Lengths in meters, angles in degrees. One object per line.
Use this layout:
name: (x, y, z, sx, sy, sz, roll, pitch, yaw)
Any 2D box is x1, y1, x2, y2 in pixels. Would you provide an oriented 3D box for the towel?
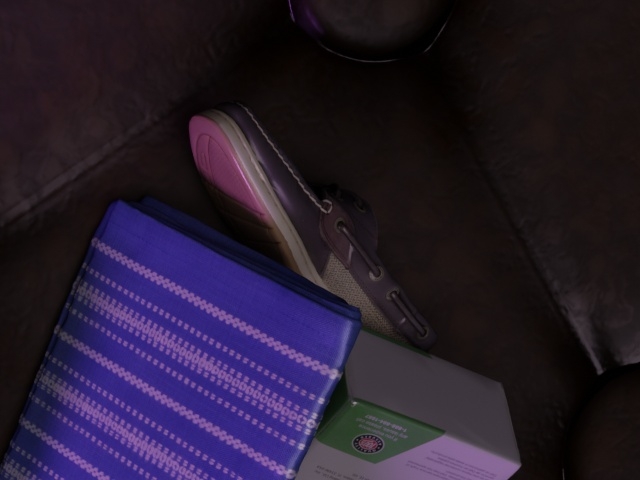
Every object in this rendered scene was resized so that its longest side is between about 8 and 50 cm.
towel: (-0.121, 0.155, 1.096, 0.040, 0.243, 0.336, 18, 96, -56)

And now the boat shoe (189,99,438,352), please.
boat shoe: (0.000, 0.000, 1.173, 0.092, 0.103, 0.285, -40, 117, -15)

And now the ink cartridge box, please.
ink cartridge box: (0.025, 0.178, 1.175, 0.154, 0.093, 0.212, 22, 124, -24)
